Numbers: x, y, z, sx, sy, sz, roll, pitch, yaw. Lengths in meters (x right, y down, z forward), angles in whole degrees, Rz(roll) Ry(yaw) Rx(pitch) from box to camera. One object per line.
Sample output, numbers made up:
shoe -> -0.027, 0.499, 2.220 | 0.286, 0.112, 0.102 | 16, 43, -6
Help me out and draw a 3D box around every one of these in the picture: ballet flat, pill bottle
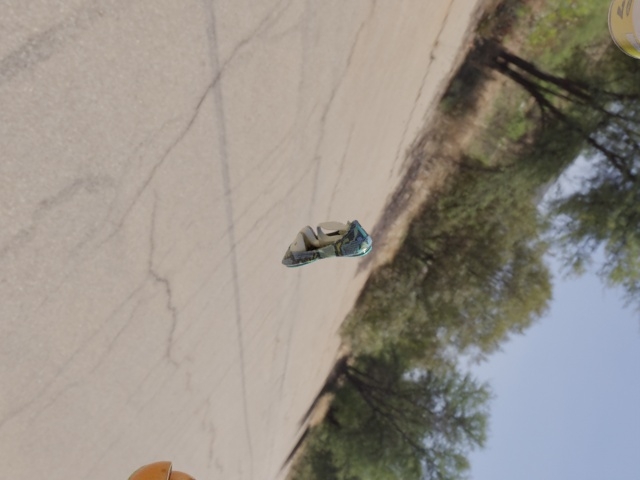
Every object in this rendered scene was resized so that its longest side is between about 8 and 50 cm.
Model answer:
ballet flat -> 0.000, 0.000, 1.116 | 0.188, 0.070, 0.070 | -12, -157, 37
pill bottle -> 0.422, -0.273, 0.796 | 0.119, 0.119, 0.208 | -61, 178, 19

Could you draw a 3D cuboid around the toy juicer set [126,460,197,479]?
toy juicer set -> -0.087, 0.304, 0.439 | 0.089, 0.329, 0.209 | -35, 167, 21
